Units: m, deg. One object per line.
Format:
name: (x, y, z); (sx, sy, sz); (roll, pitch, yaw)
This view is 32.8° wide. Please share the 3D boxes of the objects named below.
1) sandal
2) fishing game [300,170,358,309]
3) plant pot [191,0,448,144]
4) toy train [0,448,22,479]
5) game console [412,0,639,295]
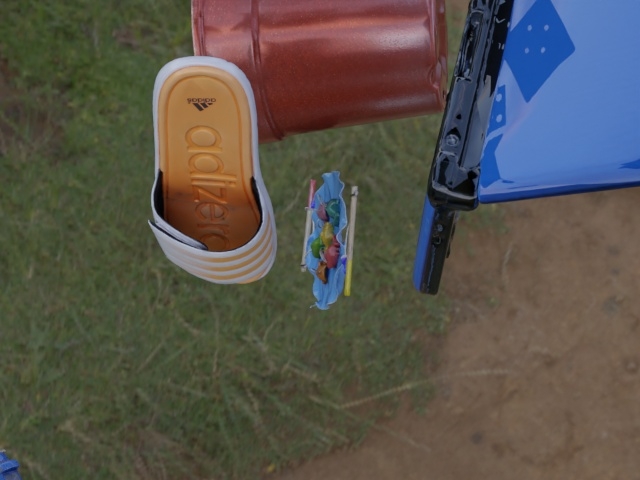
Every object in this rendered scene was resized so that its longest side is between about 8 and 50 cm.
sandal: (-0.093, -0.029, 0.861); (0.102, 0.265, 0.076); (1, 53, 3)
fishing game: (0.000, 0.000, 1.445); (0.041, 0.189, 0.264); (4, 8, -13)
plant pot: (0.013, -0.245, 1.295); (0.265, 0.272, 0.272); (-3, 47, 11)
toy train: (-0.292, 0.157, 0.930); (0.027, 0.036, 0.158); (-5, 60, -58)
game console: (0.190, -0.115, 0.874); (0.173, 0.250, 0.293); (13, 60, 7)
